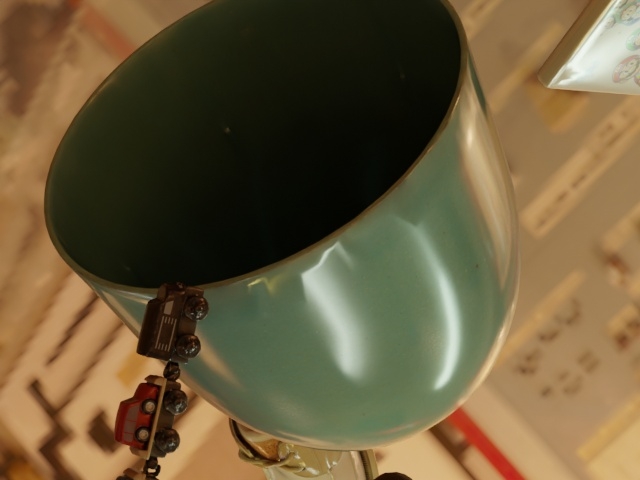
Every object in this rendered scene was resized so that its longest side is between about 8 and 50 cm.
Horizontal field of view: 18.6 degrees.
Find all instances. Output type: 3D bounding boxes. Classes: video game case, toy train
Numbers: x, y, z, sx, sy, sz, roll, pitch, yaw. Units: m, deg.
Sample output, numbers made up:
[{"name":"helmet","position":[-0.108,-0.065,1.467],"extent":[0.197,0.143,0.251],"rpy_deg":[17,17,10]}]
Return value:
[{"name":"video game case","position":[0.246,-0.170,1.422],"extent":[0.143,0.019,0.157],"rpy_deg":[-1,136,-46]},{"name":"toy train","position":[-0.095,0.100,1.076],"extent":[0.027,0.036,0.158],"rpy_deg":[-173,-84,-69]}]

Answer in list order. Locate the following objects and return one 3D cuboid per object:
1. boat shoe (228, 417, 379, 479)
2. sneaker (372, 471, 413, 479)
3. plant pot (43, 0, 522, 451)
[{"name":"boat shoe","position":[-0.031,0.161,1.734],"extent":[0.113,0.302,0.103],"rpy_deg":[-6,-165,36]},{"name":"sneaker","position":[-0.027,0.125,0.546],"extent":[0.125,0.139,0.341],"rpy_deg":[-9,150,30]},{"name":"plant pot","position":[0.000,0.000,1.304],"extent":[0.293,0.293,0.235],"rpy_deg":[-40,130,-11]}]
